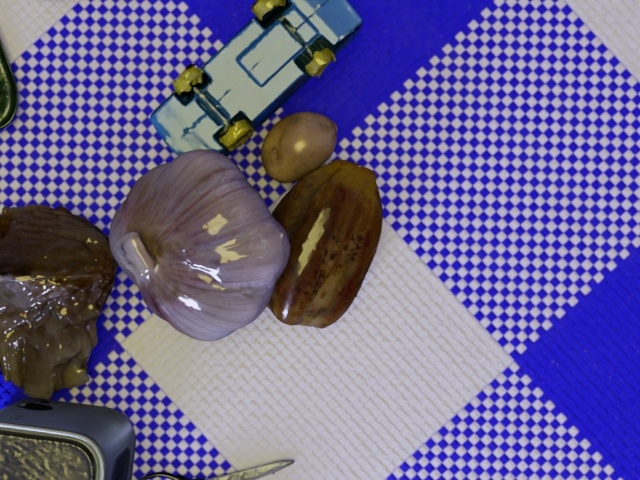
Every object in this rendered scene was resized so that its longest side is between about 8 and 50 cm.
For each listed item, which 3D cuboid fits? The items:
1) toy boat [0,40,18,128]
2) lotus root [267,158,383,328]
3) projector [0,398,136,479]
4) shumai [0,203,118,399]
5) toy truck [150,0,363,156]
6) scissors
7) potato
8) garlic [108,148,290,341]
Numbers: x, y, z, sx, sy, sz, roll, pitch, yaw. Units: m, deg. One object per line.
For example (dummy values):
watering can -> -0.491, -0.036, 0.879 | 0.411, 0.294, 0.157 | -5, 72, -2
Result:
toy boat -> -0.597, -0.294, 1.707 | 0.104, 0.052, 0.210 | -19, 89, -2
lotus root -> -0.002, -0.002, 1.655 | 0.193, 0.193, 0.291 | 24, 96, 0
projector -> -0.460, 0.410, 1.610 | 0.249, 0.249, 0.248 | 7, 89, 0
shumai -> -0.488, 0.103, 1.681 | 0.346, 0.217, 0.283 | -8, 123, 13
toy truck -> -0.106, -0.282, 1.652 | 0.385, 0.162, 0.161 | -43, 90, 1
scissors -> -0.190, 0.436, 1.723 | 0.300, 0.022, 0.109 | -18, 94, -1
potato -> -0.036, -0.162, 1.681 | 0.147, 0.112, 0.112 | -41, 90, 7
garlic -> -0.195, 0.012, 1.562 | 0.322, 0.322, 0.241 | 39, 59, 0
